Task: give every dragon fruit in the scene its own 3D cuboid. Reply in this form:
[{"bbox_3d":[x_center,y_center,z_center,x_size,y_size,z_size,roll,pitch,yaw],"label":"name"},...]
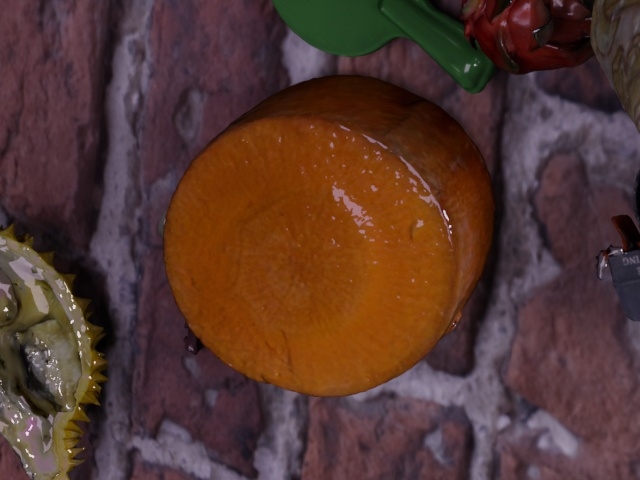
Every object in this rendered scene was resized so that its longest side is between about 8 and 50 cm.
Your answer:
[{"bbox_3d":[0.167,-0.185,1.443,0.142,0.121,0.130,20,97,46],"label":"dragon fruit"}]

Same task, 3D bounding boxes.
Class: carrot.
[{"bbox_3d":[0.000,0.000,1.629,0.307,0.100,0.258,-23,91,36],"label":"carrot"}]

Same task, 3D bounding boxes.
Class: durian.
[{"bbox_3d":[-0.310,0.096,1.867,0.306,0.166,0.172,52,131,0],"label":"durian"}]

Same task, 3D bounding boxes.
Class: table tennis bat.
[{"bbox_3d":[0.047,-0.206,1.585,0.257,0.039,0.160,42,125,25],"label":"table tennis bat"}]

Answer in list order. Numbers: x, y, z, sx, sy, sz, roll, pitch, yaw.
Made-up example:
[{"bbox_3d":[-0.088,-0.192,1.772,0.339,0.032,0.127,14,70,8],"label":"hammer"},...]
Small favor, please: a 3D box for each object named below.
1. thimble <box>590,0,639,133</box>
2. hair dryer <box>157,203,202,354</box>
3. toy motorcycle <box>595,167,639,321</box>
[{"bbox_3d":[0.286,-0.143,1.324,0.190,0.143,0.137,-29,121,6],"label":"thimble"},{"bbox_3d":[-0.102,0.040,1.776,0.106,0.054,0.154,32,132,19],"label":"hair dryer"},{"bbox_3d":[0.356,0.013,1.356,0.326,0.148,0.221,-15,84,41],"label":"toy motorcycle"}]
